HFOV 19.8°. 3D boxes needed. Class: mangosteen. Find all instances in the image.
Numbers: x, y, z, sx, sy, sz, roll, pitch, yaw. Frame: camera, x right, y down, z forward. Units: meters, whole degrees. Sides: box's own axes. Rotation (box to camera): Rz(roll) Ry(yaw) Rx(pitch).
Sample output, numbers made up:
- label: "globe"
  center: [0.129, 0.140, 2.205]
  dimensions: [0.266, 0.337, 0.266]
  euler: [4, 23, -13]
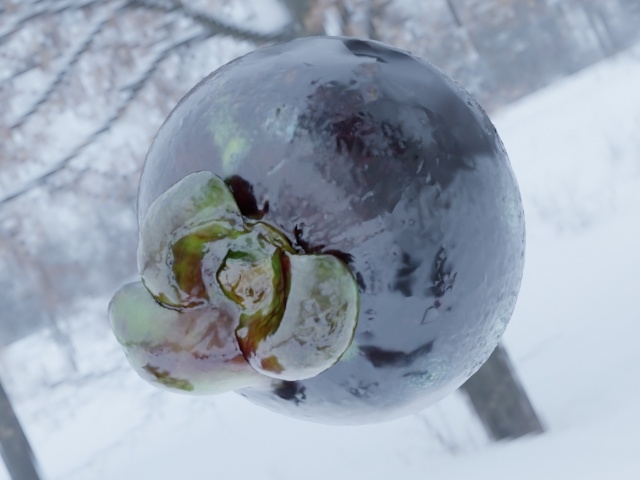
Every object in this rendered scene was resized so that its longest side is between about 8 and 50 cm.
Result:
- label: "mangosteen"
  center: [0.000, 0.000, 1.257]
  dimensions: [0.288, 0.288, 0.288]
  euler: [-25, 1, 0]
